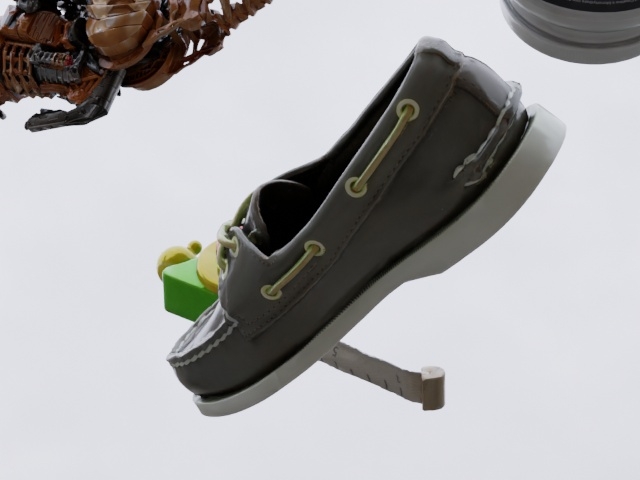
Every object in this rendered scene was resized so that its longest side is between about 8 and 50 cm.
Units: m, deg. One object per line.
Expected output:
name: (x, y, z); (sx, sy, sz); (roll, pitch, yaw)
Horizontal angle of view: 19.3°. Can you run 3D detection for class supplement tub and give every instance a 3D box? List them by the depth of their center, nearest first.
supplement tub: (0.243, -0.304, 1.631); (0.191, 0.191, 0.272); (5, -38, 6)

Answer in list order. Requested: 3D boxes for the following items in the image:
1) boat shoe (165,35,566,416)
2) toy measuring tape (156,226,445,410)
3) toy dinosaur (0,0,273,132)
boat shoe: (0.001, -0.003, 1.020); (0.091, 0.109, 0.305); (40, -48, -12)
toy measuring tape: (-0.007, 0.061, 1.715); (0.330, 0.121, 0.121); (19, -29, 29)
toy dinosaur: (-0.160, -0.190, 1.561); (0.322, 0.218, 0.164); (0, -30, 1)
